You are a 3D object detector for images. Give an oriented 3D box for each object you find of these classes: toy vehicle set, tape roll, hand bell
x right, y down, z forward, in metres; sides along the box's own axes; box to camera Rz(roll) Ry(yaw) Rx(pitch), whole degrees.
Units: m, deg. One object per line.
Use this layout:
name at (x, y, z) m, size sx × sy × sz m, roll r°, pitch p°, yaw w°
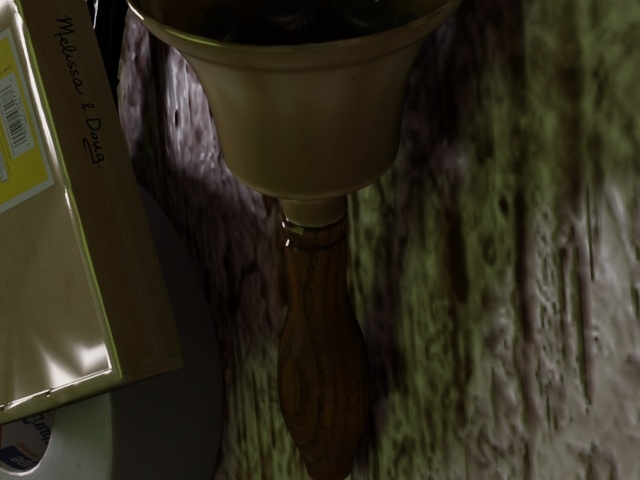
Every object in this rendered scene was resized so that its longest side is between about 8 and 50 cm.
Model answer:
toy vehicle set at (-0.158, -0.048, 0.799) m, size 0.166 × 0.035 × 0.266 m, roll -20°, pitch 85°, yaw 49°
tape roll at (-0.148, 0.065, 0.902) m, size 0.219 × 0.072 × 0.219 m, roll 16°, pitch 112°, yaw 45°
hand bell at (0.000, 0.000, 0.651) m, size 0.126 × 0.126 × 0.242 m, roll -131°, pitch 29°, yaw -49°

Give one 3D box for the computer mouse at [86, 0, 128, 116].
computer mouse at (-0.174, -0.124, 0.996) m, size 0.262 × 0.060 × 0.184 m, roll 33°, pitch 124°, yaw 46°
